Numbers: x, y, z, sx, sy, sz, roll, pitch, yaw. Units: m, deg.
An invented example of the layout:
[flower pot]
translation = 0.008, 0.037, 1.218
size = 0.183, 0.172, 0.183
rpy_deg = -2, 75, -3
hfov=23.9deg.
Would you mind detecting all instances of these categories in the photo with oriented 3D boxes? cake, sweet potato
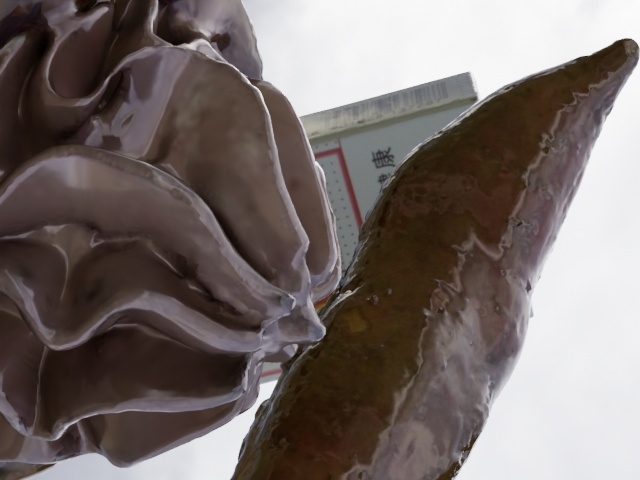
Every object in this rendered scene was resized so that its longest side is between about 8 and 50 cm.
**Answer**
[cake]
translation = -0.082, -0.012, 0.457
size = 0.178, 0.207, 0.185
rpy_deg = 19, -123, 36
[sweet potato]
translation = 0.035, 0.053, 0.650
size = 0.354, 0.095, 0.106
rpy_deg = -57, -163, -27

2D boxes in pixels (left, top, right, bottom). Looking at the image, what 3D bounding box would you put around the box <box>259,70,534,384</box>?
[box]
translation = 0.000, 0.000, 1.316
size = 0.095, 0.330, 0.210
rpy_deg = -92, 166, -69
